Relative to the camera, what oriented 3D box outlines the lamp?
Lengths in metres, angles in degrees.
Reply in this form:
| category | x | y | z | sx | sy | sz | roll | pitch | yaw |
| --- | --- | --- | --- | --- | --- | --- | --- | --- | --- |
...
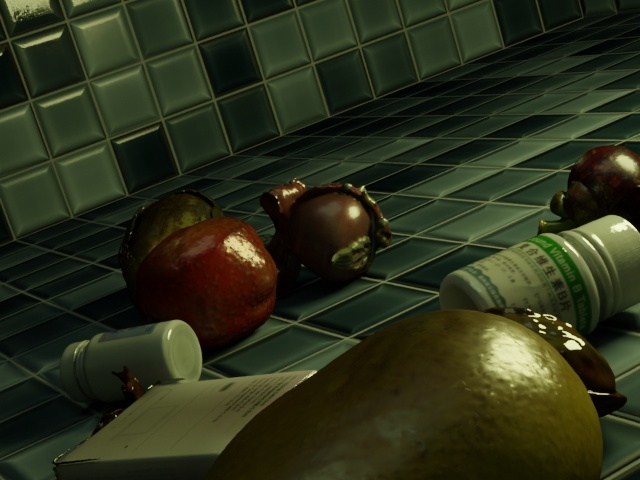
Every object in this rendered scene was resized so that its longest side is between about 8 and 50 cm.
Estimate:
| category | x | y | z | sx | sy | sz | roll | pitch | yaw |
| --- | --- | --- | --- | --- | --- | --- | --- | --- | --- |
| lamp | 0.009 | -0.001 | 2.141 | 0.223 | 0.215 | 0.151 | 23 | 22 | 35 |

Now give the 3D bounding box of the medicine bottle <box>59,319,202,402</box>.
| category | x | y | z | sx | sy | sz | roll | pitch | yaw |
| --- | --- | --- | --- | --- | --- | --- | --- | --- | --- |
| medicine bottle | -0.271 | 0.176 | 1.868 | 0.186 | 0.103 | 0.103 | -11 | 15 | 24 |

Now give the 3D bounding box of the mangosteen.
| category | x | y | z | sx | sy | sz | roll | pitch | yaw |
| --- | --- | --- | --- | --- | --- | --- | --- | --- | --- |
| mangosteen | 0.406 | -0.044 | 1.870 | 0.181 | 0.156 | 0.146 | -47 | 45 | -4 |

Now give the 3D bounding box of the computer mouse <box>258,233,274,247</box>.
| category | x | y | z | sx | sy | sz | roll | pitch | yaw |
| --- | --- | --- | --- | --- | --- | --- | --- | --- | --- |
| computer mouse | -0.098 | 0.024 | 2.348 | 0.106 | 0.062 | 0.192 | -25 | 14 | -28 |

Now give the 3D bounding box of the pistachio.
| category | x | y | z | sx | sy | sz | roll | pitch | yaw |
| --- | --- | --- | --- | --- | --- | --- | --- | --- | --- |
| pistachio | 0.224 | 0.138 | 1.358 | 0.165 | 0.130 | 0.210 | -13 | 18 | -38 |

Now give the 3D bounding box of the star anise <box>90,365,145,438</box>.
| category | x | y | z | sx | sy | sz | roll | pitch | yaw |
| --- | --- | --- | --- | --- | --- | --- | --- | --- | --- |
| star anise | -0.241 | 0.196 | 1.717 | 0.158 | 0.144 | 0.140 | 9 | -43 | -43 |

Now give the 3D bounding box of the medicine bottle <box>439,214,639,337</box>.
| category | x | y | z | sx | sy | sz | roll | pitch | yaw |
| --- | --- | --- | --- | --- | --- | --- | --- | --- | --- |
| medicine bottle | 0.275 | 0.062 | 1.572 | 0.237 | 0.139 | 0.139 | -20 | 14 | -18 |

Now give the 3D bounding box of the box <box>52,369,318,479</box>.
| category | x | y | z | sx | sy | sz | roll | pitch | yaw |
| --- | --- | --- | --- | --- | --- | --- | --- | --- | --- |
| box | -0.135 | 0.235 | 1.459 | 0.251 | 0.106 | 0.203 | -10 | 14 | 31 |

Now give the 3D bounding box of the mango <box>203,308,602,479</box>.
| category | x | y | z | sx | sy | sz | roll | pitch | yaw |
| --- | --- | --- | --- | --- | --- | --- | --- | --- | --- |
| mango | 0.057 | 0.214 | 1.075 | 0.301 | 0.220 | 0.445 | -1 | 23 | 34 |

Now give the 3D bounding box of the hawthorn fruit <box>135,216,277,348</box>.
| category | x | y | z | sx | sy | sz | roll | pitch | yaw |
| --- | --- | --- | --- | --- | --- | --- | --- | --- | --- |
| hawthorn fruit | -0.189 | 0.079 | 1.979 | 0.253 | 0.205 | 0.205 | -30 | 18 | -27 |

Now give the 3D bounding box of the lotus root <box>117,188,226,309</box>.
| category | x | y | z | sx | sy | sz | roll | pitch | yaw |
| --- | --- | --- | --- | --- | --- | --- | --- | --- | --- |
| lotus root | -0.250 | 0.022 | 2.312 | 0.196 | 0.179 | 0.397 | -8 | 20 | 0 |
